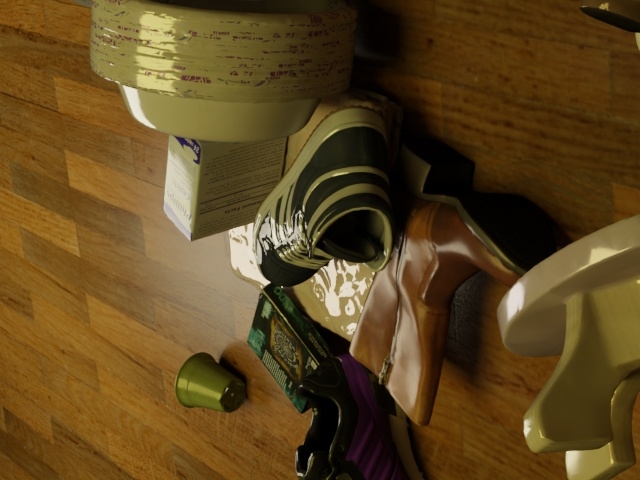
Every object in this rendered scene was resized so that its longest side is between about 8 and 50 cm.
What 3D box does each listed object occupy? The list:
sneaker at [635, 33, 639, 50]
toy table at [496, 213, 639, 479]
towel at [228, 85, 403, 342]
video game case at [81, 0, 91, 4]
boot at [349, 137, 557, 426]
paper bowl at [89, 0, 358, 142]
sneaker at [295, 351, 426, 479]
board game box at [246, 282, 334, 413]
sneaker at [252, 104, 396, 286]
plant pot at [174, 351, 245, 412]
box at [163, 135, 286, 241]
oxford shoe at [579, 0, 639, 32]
[{"bbox_3d":[0.278,-0.269,1.166,0.111,0.129,0.297,38,136,41],"label":"sneaker"},{"bbox_3d":[0.269,0.097,1.283,0.274,0.252,0.160,115,147,-61],"label":"toy table"},{"bbox_3d":[-0.010,-0.050,1.807,0.332,0.053,0.317,27,126,50],"label":"towel"},{"bbox_3d":[-0.246,-0.356,1.601,0.227,0.026,0.206,-88,4,-84],"label":"video game case"},{"bbox_3d":[0.122,0.071,1.563,0.264,0.096,0.280,40,125,44],"label":"boot"},{"bbox_3d":[-0.105,-0.195,1.623,0.284,0.284,0.148,26,117,51],"label":"paper bowl"},{"bbox_3d":[0.041,0.278,1.793,0.102,0.146,0.293,-13,93,59],"label":"sneaker"},{"bbox_3d":[-0.040,0.137,1.909,0.126,0.026,0.186,52,159,14],"label":"board game box"},{"bbox_3d":[0.000,0.000,1.632,0.282,0.099,0.153,120,151,-46],"label":"sneaker"},{"bbox_3d":[-0.150,0.210,2.143,0.079,0.083,0.083,19,121,40],"label":"plant pot"},{"bbox_3d":[-0.113,-0.085,1.782,0.072,0.126,0.137,41,136,38],"label":"box"},{"bbox_3d":[0.292,-0.177,1.141,0.076,0.212,0.076,19,92,55],"label":"oxford shoe"}]
